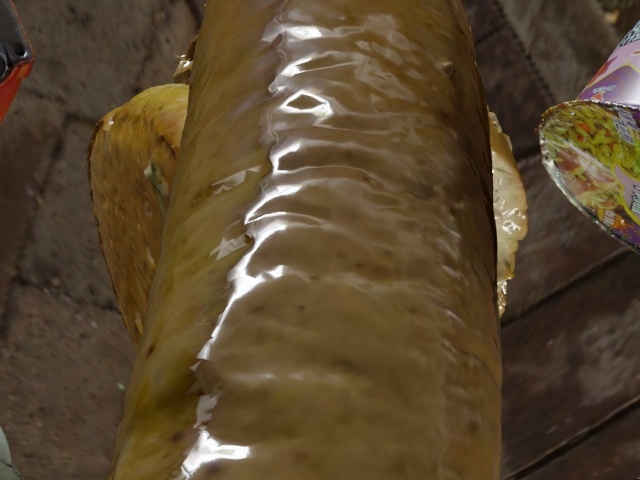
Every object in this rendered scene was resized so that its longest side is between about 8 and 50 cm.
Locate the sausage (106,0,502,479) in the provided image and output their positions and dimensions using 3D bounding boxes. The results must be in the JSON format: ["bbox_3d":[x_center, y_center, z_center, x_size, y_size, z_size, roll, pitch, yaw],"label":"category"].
[{"bbox_3d":[0.002,-0.002,0.614,0.123,0.136,0.501,26,39,-18],"label":"sausage"}]

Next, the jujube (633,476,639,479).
[{"bbox_3d":[0.152,0.111,0.568,0.104,0.166,0.104,-3,35,2],"label":"jujube"}]

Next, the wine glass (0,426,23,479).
[{"bbox_3d":[-0.424,0.275,1.872,0.190,0.357,0.191,-5,102,-23],"label":"wine glass"}]

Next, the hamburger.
[{"bbox_3d":[-0.027,-0.011,1.199,0.268,0.445,0.287,-17,60,-15],"label":"hamburger"}]

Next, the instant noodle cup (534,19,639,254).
[{"bbox_3d":[0.428,-0.139,1.737,0.339,0.340,0.266,30,73,6],"label":"instant noodle cup"}]

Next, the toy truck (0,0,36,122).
[{"bbox_3d":[-0.315,-0.115,1.034,0.252,0.114,0.107,-9,60,-32],"label":"toy truck"}]
